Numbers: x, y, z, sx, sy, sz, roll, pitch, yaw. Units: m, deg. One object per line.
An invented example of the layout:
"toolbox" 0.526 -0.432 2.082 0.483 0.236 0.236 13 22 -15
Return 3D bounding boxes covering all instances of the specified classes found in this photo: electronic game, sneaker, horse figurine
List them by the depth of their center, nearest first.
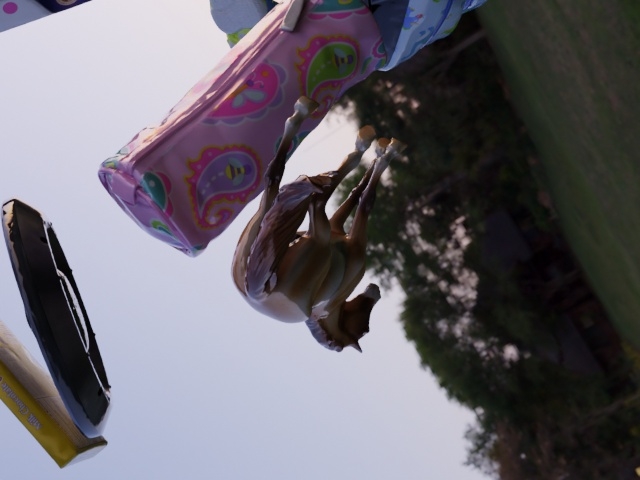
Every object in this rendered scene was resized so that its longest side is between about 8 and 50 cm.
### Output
"horse figurine" 0.000 0.000 0.636 0.066 0.174 0.263 25 -174 18
"electronic game" -0.240 0.069 0.820 0.229 0.048 0.229 160 90 -79
"sneaker" -0.101 -0.356 1.431 0.240 0.091 0.126 72 -150 -44

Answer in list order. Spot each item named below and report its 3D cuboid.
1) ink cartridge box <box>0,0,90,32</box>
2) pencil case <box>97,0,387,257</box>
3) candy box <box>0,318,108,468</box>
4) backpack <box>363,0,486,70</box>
"ink cartridge box" -0.531 -0.354 1.294 0.069 0.371 0.176 86 160 -57
"pencil case" -0.063 -0.117 0.802 0.124 0.284 0.124 39 165 12
"candy box" -0.289 0.128 0.861 0.206 0.027 0.105 47 178 7
"backpack" 0.082 -0.362 1.036 0.290 0.273 0.355 43 144 24
